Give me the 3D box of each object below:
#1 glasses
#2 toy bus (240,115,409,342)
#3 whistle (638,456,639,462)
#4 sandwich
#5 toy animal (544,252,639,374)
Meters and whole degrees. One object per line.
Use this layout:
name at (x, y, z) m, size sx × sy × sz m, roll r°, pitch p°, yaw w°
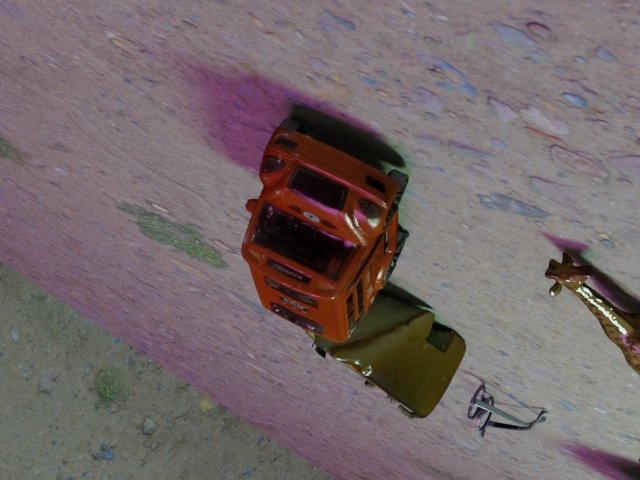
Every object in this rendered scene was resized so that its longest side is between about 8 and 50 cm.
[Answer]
glasses at (0.280, 0.267, 2.189) m, size 0.103 × 0.062 × 0.140 m, roll 19°, pitch 165°, yaw 21°
toy bus at (0.000, 0.000, 1.545) m, size 0.143 × 0.153 × 0.329 m, roll 26°, pitch 166°, yaw 8°
whistle at (0.528, 0.344, 2.076) m, size 0.186 × 0.039 × 0.039 m, roll 30°, pitch 165°, yaw -19°
sandwich at (0.077, 0.131, 1.937) m, size 0.122 × 0.128 × 0.235 m, roll 24°, pitch 170°, yaw 36°
toy animal at (0.333, 0.096, 1.504) m, size 0.275 × 0.054 × 0.149 m, roll 29°, pitch 163°, yaw -8°
